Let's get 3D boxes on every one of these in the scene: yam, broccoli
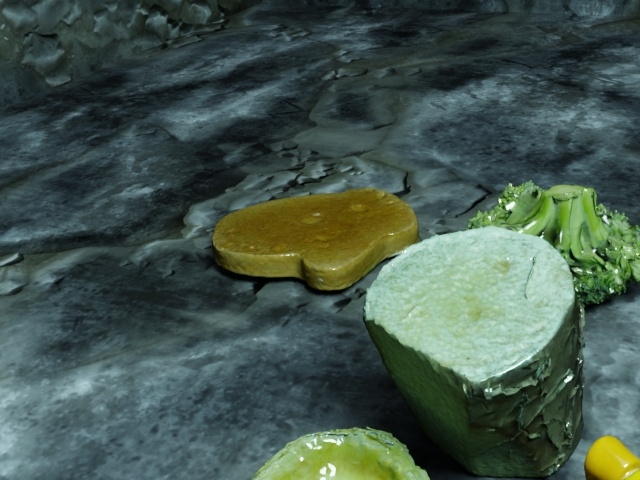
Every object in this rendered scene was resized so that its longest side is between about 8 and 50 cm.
[{"bbox_3d":[0.180,0.126,0.842,0.201,0.271,0.202,-37,45,-20],"label":"yam"},{"bbox_3d":[0.337,0.005,1.147,0.226,0.176,0.198,-10,31,39],"label":"broccoli"}]

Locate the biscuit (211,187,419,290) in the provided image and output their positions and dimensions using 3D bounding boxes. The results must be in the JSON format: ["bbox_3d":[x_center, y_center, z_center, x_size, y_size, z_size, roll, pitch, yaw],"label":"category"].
[{"bbox_3d":[0.000,0.002,1.321,0.344,0.057,0.287,-11,28,-15],"label":"biscuit"}]

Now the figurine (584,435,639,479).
[{"bbox_3d":[0.313,0.278,0.617,0.215,0.187,0.344,-42,35,-16],"label":"figurine"}]

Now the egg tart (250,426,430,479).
[{"bbox_3d":[0.010,0.264,0.789,0.197,0.078,0.197,-5,26,3],"label":"egg tart"}]
